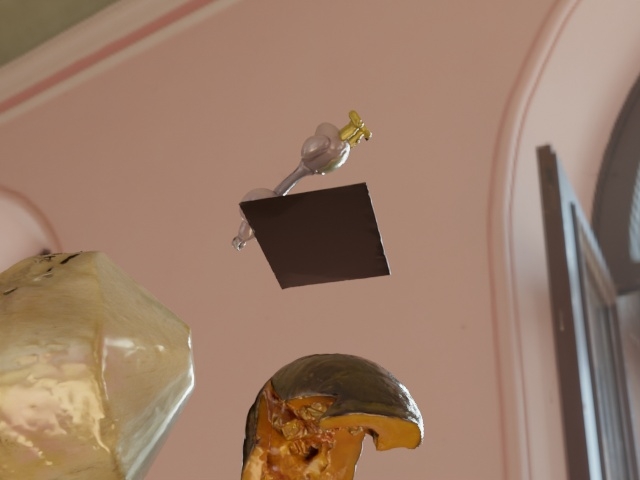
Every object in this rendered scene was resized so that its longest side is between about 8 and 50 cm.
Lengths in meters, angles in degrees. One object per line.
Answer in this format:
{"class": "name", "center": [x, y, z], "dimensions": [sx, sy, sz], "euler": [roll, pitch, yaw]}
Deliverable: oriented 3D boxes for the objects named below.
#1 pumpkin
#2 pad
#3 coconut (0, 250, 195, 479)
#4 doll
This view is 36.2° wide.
{"class": "pumpkin", "center": [0.003, 0.154, 0.846], "dimensions": [0.119, 0.107, 0.183], "euler": [24, -48, -29]}
{"class": "pad", "center": [0.000, 0.000, 1.984], "dimensions": [0.247, 0.007, 0.367], "euler": [-9, -31, 8]}
{"class": "coconut", "center": [-0.330, 0.179, 1.277], "dimensions": [0.352, 0.352, 0.352], "euler": [2, -31, 1]}
{"class": "doll", "center": [-0.050, -0.118, 1.986], "dimensions": [0.365, 0.094, 0.160], "euler": [-48, -17, 1]}
